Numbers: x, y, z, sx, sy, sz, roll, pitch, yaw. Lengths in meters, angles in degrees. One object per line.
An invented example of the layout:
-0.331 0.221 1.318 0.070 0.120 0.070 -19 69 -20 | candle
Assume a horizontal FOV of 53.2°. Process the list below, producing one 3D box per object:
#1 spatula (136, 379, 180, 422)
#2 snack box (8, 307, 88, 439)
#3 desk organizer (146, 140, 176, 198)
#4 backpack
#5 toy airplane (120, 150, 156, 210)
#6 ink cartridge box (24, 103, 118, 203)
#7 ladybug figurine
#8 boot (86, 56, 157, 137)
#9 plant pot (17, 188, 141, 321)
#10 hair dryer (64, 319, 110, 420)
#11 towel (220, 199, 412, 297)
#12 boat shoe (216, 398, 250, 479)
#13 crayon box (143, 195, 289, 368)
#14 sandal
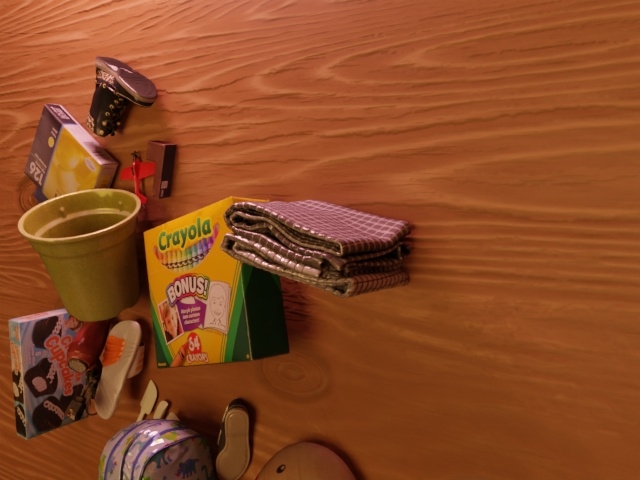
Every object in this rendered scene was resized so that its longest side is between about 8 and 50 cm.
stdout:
-0.437 0.503 1.641 0.168 0.019 0.242 39 112 32 | spatula
-0.745 0.358 1.763 0.060 0.187 0.322 4 99 36 | snack box
-0.380 -0.168 1.506 0.050 0.047 0.130 16 106 19 | desk organizer
-0.358 0.582 1.445 0.273 0.290 0.355 -33 70 47 | backpack
-0.453 -0.146 1.581 0.151 0.028 0.151 5 98 35 | toy airplane
-0.692 -0.161 1.733 0.303 0.072 0.307 41 116 25 | ink cartridge box
-0.055 0.637 1.304 0.305 0.162 0.449 16 105 34 | ladybug figurine
-0.486 -0.324 1.550 0.236 0.085 0.178 39 119 33 | boot
-0.549 0.045 1.541 0.276 0.276 0.254 17 124 34 | plant pot
-0.606 0.316 1.674 0.080 0.223 0.293 12 82 -3 | hair dryer
0.000 0.000 1.140 0.283 0.235 0.121 18 103 34 | towel
-0.198 0.457 1.465 0.065 0.075 0.206 -113 30 -66 | boat shoe
-0.234 0.100 1.353 0.363 0.106 0.313 -16 81 46 | crayon box
-0.509 0.327 1.649 0.102 0.076 0.265 23 97 29 | sandal
